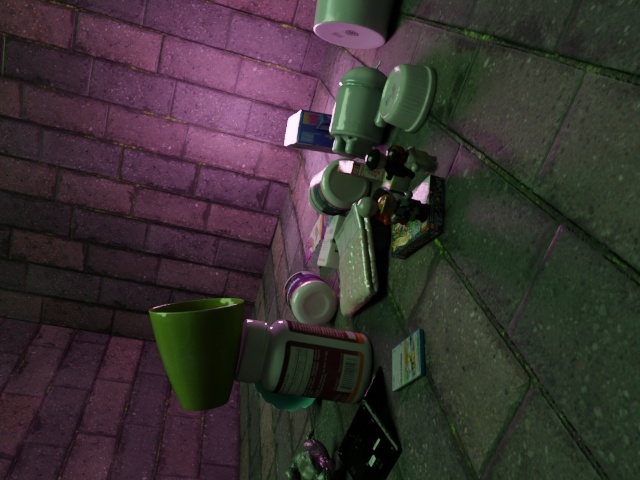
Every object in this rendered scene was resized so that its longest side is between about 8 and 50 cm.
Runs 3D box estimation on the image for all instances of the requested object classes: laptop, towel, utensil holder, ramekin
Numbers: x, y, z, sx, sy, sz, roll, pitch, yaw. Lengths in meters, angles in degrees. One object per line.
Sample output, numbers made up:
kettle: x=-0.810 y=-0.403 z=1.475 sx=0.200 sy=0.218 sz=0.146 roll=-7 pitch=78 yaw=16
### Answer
laptop: x=0.150 y=0.534 z=1.564 sx=0.264 sy=0.136 sz=0.234 roll=49 pitch=131 yaw=41
towel: x=0.112 y=0.072 z=1.889 sx=0.332 sy=0.053 sz=0.317 roll=118 pitch=148 yaw=-67
utensil holder: x=0.154 y=-1.018 z=2.277 sx=0.327 sy=0.327 sz=0.386 roll=-165 pitch=85 yaw=-77
ramekin: x=0.266 y=-0.449 z=1.752 sx=0.207 sy=0.109 sz=0.207 roll=-168 pitch=90 yaw=-76

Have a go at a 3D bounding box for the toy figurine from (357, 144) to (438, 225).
toy figurine: x=0.197 y=-0.147 z=1.488 sx=0.209 sy=0.148 sz=0.213 roll=-175 pitch=98 yaw=-77

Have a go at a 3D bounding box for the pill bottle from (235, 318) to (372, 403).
pill bottle: x=-0.058 y=0.370 z=1.744 sx=0.224 sy=0.392 sz=0.224 roll=-168 pitch=90 yaw=-77

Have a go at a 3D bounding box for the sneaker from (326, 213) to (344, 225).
sneaker: x=0.054 y=-0.057 z=2.353 sx=0.066 sy=0.071 sz=0.188 roll=140 pitch=140 yaw=-69

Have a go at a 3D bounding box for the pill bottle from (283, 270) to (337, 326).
pill bottle: x=-0.051 y=0.228 z=2.295 sx=0.323 sy=0.181 sz=0.182 roll=-153 pitch=75 yaw=-76

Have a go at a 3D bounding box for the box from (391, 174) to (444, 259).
box: x=0.265 y=-0.059 z=1.549 sx=0.233 sy=0.044 sz=0.159 roll=131 pitch=149 yaw=-64

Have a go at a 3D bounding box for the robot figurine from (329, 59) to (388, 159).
robot figurine: x=0.150 y=-0.479 z=2.059 sx=0.300 sy=0.199 sz=0.353 roll=13 pitch=91 yaw=46

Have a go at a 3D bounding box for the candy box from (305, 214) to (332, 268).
candy box: x=0.000 y=0.000 z=2.526 sx=0.233 sy=0.071 sz=0.159 roll=120 pitch=158 yaw=-51

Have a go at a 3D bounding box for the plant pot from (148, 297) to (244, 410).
plant pot: x=-0.349 y=0.334 z=1.651 sx=0.275 sy=0.274 sz=0.294 roll=-178 pitch=83 yaw=-76

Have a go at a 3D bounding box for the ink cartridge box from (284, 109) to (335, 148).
ink cartridge box: x=0.010 y=-0.473 z=2.478 sx=0.395 sy=0.270 sz=0.151 roll=-145 pitch=63 yaw=-75

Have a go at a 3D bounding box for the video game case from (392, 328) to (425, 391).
video game case: x=0.225 y=0.311 z=1.450 sx=0.166 sy=0.015 sz=0.119 roll=122 pitch=157 yaw=-56

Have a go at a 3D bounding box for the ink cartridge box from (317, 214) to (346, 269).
ink cartridge box: x=0.064 y=0.011 z=2.196 sx=0.148 sy=0.086 sz=0.203 roll=179 pitch=106 yaw=-77

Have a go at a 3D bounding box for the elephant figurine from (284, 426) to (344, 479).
elephant figurine: x=0.008 y=0.722 z=1.753 sx=0.169 sy=0.186 sz=0.239 roll=-37 pitch=7 yaw=-27

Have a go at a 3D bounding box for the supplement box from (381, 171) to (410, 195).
supplement box: x=0.238 y=-0.192 z=1.753 sx=0.083 sy=0.056 sz=0.083 roll=-129 pitch=53 yaw=-73

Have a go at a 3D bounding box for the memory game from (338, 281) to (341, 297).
memory game: x=0.101 y=0.151 z=2.104 sx=0.186 sy=0.012 sz=0.186 roll=-167 pitch=90 yaw=-77

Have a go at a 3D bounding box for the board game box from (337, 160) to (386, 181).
board game box: x=0.153 y=-0.240 z=1.952 sx=0.193 sy=0.146 sz=0.045 roll=-145 pitch=68 yaw=-76

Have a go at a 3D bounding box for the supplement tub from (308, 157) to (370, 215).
supplement tub: x=0.064 y=-0.199 z=2.182 sx=0.272 sy=0.191 sz=0.191 roll=157 pitch=124 yaw=-74

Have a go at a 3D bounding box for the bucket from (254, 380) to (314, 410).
bucket: x=-0.121 y=0.497 z=2.170 sx=0.183 sy=0.281 sz=0.281 roll=-137 pitch=60 yaw=-84

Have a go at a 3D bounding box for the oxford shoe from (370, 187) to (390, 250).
oxford shoe: x=0.187 y=-0.068 z=1.825 sx=0.076 sy=0.076 sz=0.212 roll=120 pitch=157 yaw=-68
